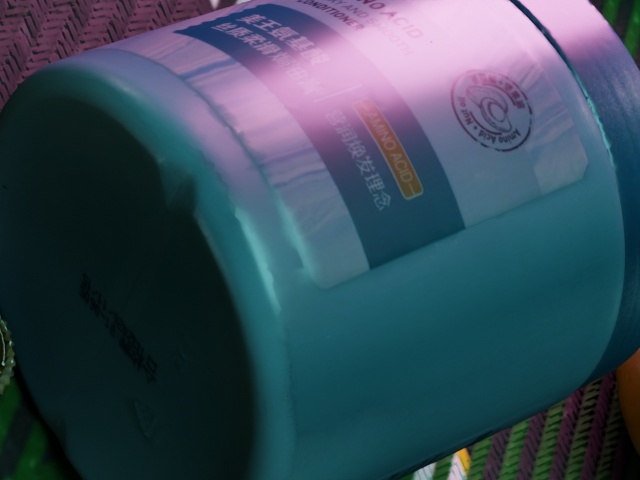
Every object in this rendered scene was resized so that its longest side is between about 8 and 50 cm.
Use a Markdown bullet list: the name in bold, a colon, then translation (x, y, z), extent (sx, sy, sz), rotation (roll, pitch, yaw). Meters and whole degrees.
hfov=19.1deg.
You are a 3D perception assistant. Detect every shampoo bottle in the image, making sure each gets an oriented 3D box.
- **shampoo bottle**: translation (0.000, 0.000, 1.253), extent (0.342, 0.331, 0.331), rotation (-21, 86, -35)

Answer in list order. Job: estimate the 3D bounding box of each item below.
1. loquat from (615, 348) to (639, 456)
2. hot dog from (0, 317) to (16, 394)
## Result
- **loquat**: translation (0.400, 0.078, 1.476), extent (0.328, 0.359, 0.328), rotation (8, 52, -11)
- **hot dog**: translation (-0.285, 0.056, 1.216), extent (0.192, 0.053, 0.099), rotation (24, 66, -22)
